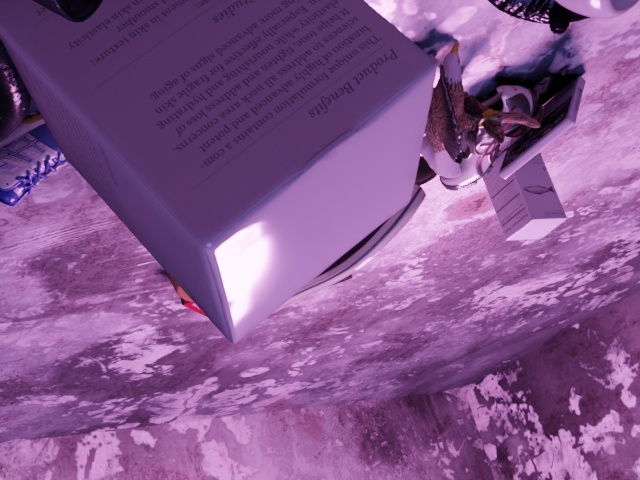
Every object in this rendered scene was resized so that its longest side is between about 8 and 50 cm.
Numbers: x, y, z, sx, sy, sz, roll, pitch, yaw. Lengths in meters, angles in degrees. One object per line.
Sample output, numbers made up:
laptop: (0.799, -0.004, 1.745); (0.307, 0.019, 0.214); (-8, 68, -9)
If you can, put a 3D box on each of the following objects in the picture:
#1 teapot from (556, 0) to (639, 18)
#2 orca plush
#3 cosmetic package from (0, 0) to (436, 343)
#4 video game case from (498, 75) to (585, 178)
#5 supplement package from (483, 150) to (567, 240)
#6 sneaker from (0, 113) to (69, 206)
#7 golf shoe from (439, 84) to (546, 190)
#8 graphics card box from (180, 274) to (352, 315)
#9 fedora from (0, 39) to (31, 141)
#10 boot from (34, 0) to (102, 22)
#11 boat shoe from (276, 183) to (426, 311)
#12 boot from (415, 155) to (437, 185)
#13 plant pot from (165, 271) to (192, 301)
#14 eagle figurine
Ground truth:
teapot: (0.353, -0.433, 1.140); (0.252, 0.187, 0.256); (-18, 133, -49)
orca plush: (0.365, -0.380, 1.352); (0.287, 0.102, 0.151); (4, 150, -38)
cosmetic package: (-0.122, -0.155, 1.062); (0.329, 0.393, 0.327); (-39, 161, -16)
video game case: (0.438, -0.222, 1.694); (0.022, 0.173, 0.190); (40, 132, -9)
supplement package: (0.456, -0.101, 1.933); (0.105, 0.179, 0.105); (-2, 153, -29)
sneaker: (-0.476, -0.116, 1.384); (0.296, 0.131, 0.112); (-15, 155, -4)
golf shoe: (0.315, -0.211, 1.712); (0.120, 0.105, 0.273); (14, 132, -38)
graphics card box: (-0.131, 0.087, 2.093); (0.371, 0.094, 0.233); (-21, 156, 14)
fedora: (-0.526, -0.234, 1.058); (0.334, 0.152, 0.334); (-12, 153, -6)
boot: (-0.368, -0.302, 0.723); (0.445, 0.146, 0.367); (22, 155, 6)
boat shoe: (0.000, 0.000, 1.795); (0.500, 0.156, 0.187); (-30, -168, 35)
boot: (0.151, -0.155, 1.747); (0.219, 0.082, 0.106); (-8, 158, -13)
plant pot: (-0.204, -0.007, 1.704); (0.291, 0.203, 0.291); (-14, 157, -6)
eagle figurine: (0.198, -0.235, 1.482); (0.226, 0.225, 0.298); (-22, 169, 40)
